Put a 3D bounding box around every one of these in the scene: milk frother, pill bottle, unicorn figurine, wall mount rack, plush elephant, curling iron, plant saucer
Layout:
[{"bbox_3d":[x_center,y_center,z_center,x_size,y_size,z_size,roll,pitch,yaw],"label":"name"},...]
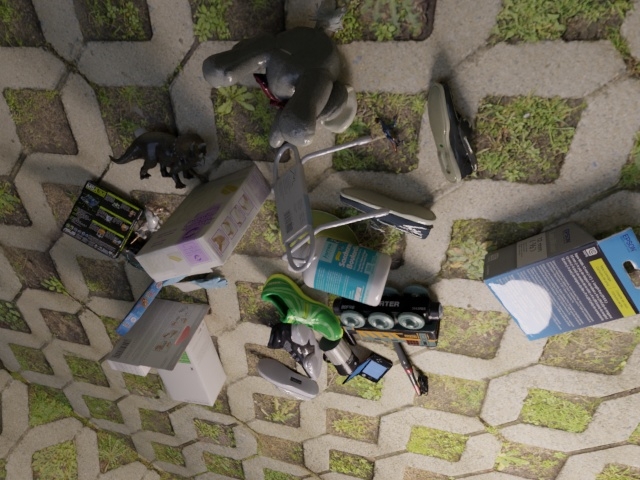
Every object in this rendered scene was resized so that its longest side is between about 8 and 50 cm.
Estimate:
[{"bbox_3d":[0.040,0.362,1.750,0.143,0.129,0.135,-17,123,26],"label":"milk frother"},{"bbox_3d":[0.051,0.075,1.434,0.263,0.146,0.146,15,133,8],"label":"pill bottle"},{"bbox_3d":[-0.532,-0.053,1.677,0.111,0.060,0.162,18,117,7],"label":"unicorn figurine"},{"bbox_3d":[0.002,-0.102,1.292,0.130,0.350,0.304,9,149,-38],"label":"wall mount rack"},{"bbox_3d":[-0.054,-0.318,1.134,0.271,0.330,0.255,31,157,12],"label":"plush elephant"},{"bbox_3d":[0.288,0.408,1.744,0.035,0.068,0.274,-18,115,34],"label":"curling iron"},{"bbox_3d":[0.000,0.000,1.516,0.240,0.037,0.241,11,131,13],"label":"plant saucer"}]

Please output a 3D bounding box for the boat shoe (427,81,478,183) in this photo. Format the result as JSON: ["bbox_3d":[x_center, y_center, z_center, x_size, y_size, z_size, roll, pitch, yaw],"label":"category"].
[{"bbox_3d":[0.296,-0.245,1.176,0.079,0.084,0.233,-25,116,-7],"label":"boat shoe"}]

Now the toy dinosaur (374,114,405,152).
[{"bbox_3d":[0.156,-0.251,1.238,0.082,0.047,0.090,41,145,10],"label":"toy dinosaur"}]

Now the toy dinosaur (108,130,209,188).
[{"bbox_3d":[-0.427,-0.238,1.451,0.313,0.121,0.161,15,121,15],"label":"toy dinosaur"}]

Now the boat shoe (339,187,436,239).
[{"bbox_3d":[0.166,-0.070,1.356,0.254,0.095,0.079,15,122,-3],"label":"boat shoe"}]

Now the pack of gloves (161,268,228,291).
[{"bbox_3d":[-0.437,0.140,1.755,0.232,0.046,0.195,-10,149,28],"label":"pack of gloves"}]

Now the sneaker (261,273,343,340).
[{"bbox_3d":[-0.065,0.231,1.662,0.295,0.123,0.109,35,138,3],"label":"sneaker"}]

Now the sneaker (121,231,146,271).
[{"bbox_3d":[-0.633,0.036,1.757,0.267,0.101,0.106,34,135,-8],"label":"sneaker"}]

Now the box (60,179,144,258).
[{"bbox_3d":[-0.683,-0.065,1.657,0.190,0.045,0.184,28,90,-4],"label":"box"}]

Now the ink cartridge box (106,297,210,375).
[{"bbox_3d":[-0.552,0.338,1.848,0.260,0.296,0.066,6,131,17],"label":"ink cartridge box"}]

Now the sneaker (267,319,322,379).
[{"bbox_3d":[-0.092,0.373,1.835,0.153,0.101,0.269,-3,121,25],"label":"sneaker"}]

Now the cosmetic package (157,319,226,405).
[{"bbox_3d":[-0.515,0.460,2.039,0.196,0.155,0.366,2,128,17],"label":"cosmetic package"}]

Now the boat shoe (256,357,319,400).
[{"bbox_3d":[-0.134,0.536,1.992,0.258,0.095,0.084,31,129,-4],"label":"boat shoe"}]

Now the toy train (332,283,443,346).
[{"bbox_3d":[0.204,0.230,1.573,0.333,0.142,0.190,-2,137,24],"label":"toy train"}]

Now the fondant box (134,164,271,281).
[{"bbox_3d":[-0.298,-0.050,1.391,0.238,0.330,0.096,-15,122,30],"label":"fondant box"}]

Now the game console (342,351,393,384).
[{"bbox_3d":[0.162,0.459,1.813,0.124,0.085,0.144,27,134,-2],"label":"game console"}]

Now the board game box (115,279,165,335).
[{"bbox_3d":[-0.611,0.213,1.823,0.039,0.212,0.160,37,133,-13],"label":"board game box"}]

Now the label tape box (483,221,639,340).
[{"bbox_3d":[0.619,0.092,1.299,0.347,0.115,0.249,-27,116,34],"label":"label tape box"}]
